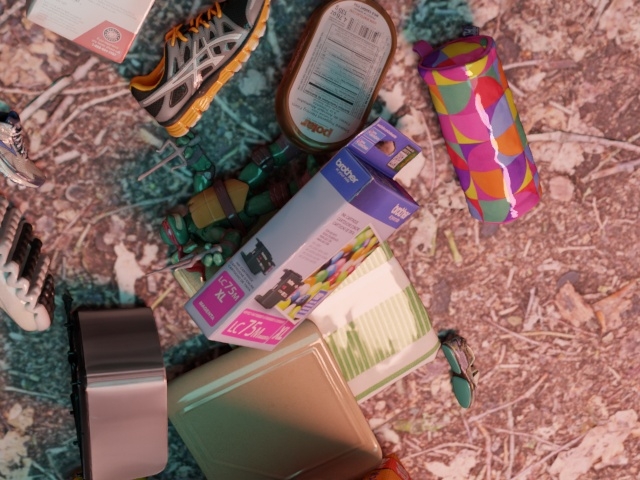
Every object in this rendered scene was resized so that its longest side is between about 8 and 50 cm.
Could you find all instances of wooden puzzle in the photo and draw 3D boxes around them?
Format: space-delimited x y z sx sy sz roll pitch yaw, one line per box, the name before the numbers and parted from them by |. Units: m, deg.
wooden puzzle | -0.062 0.237 1.612 0.220 0.044 0.239 -26 113 2

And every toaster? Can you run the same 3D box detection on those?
toaster | -0.250 0.176 1.510 0.110 0.168 0.186 -5 118 -14

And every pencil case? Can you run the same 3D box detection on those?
pencil case | 0.192 -0.136 1.497 0.104 0.104 0.236 -24 117 -1

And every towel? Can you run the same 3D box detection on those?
towel | -0.008 0.084 1.594 0.247 0.038 0.325 -31 117 3

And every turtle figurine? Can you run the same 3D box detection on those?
turtle figurine | -0.115 -0.049 1.458 0.234 0.175 0.118 -27 162 -1

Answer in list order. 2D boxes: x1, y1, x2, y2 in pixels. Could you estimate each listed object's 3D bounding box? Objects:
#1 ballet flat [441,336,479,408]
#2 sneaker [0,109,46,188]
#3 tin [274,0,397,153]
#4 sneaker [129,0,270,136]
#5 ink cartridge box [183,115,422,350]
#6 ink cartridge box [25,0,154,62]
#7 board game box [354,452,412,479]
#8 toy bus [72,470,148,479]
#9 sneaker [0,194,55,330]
ballet flat | 0.196 0.176 1.686 0.041 0.041 0.114 -20 120 -3
sneaker | -0.355 -0.114 1.406 0.058 0.052 0.135 -42 118 5
tin | 0.018 -0.190 1.415 0.106 0.040 0.190 24 81 -10
sneaker | -0.131 -0.216 1.390 0.083 0.084 0.215 33 106 -20
ink cartridge box | 0.000 0.000 1.445 0.311 0.065 0.186 -47 159 8
ink cartridge box | -0.221 -0.306 1.331 0.115 0.067 0.198 24 110 -23
board game box | 0.018 0.545 1.558 0.356 0.356 0.356 -31 91 11
toy bus | -0.254 0.381 1.643 0.191 0.104 0.202 41 137 4
sneaker | -0.410 -0.009 1.422 0.118 0.110 0.292 -29 111 11
